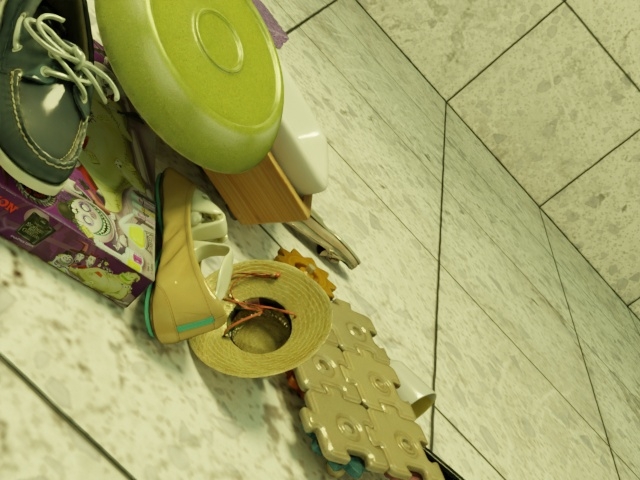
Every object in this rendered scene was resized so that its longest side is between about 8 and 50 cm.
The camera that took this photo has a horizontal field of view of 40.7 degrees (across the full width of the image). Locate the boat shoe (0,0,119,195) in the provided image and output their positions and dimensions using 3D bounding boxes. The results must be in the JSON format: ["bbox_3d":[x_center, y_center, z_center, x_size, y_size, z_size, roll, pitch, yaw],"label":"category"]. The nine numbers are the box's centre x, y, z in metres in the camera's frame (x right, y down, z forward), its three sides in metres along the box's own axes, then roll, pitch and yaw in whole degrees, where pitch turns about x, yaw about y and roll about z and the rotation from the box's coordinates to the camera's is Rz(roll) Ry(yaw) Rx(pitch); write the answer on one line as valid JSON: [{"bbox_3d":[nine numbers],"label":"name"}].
[{"bbox_3d":[-0.223,-0.141,0.716,0.095,0.079,0.254,41,22,-38],"label":"boat shoe"}]

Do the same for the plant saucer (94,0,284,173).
[{"bbox_3d":[-0.106,-0.181,0.810,0.241,0.037,0.240,33,46,-43],"label":"plant saucer"}]

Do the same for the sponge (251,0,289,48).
[{"bbox_3d":[-0.145,-0.430,1.607,0.117,0.031,0.210,55,21,16],"label":"sponge"}]

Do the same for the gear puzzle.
[{"bbox_3d":[0.004,0.121,0.922,0.176,0.044,0.339,24,28,-35],"label":"gear puzzle"}]

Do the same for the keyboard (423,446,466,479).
[{"bbox_3d":[0.161,0.283,0.923,0.192,0.038,0.100,38,-6,21],"label":"keyboard"}]

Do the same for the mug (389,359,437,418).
[{"bbox_3d":[0.087,0.176,0.991,0.062,0.078,0.064,-18,55,-34],"label":"mug"}]

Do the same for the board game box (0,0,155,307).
[{"bbox_3d":[-0.245,-0.110,0.800,0.208,0.056,0.346,32,26,-31],"label":"board game box"}]

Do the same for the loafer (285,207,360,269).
[{"bbox_3d":[0.000,0.000,1.144,0.125,0.039,0.045,46,-13,-19],"label":"loafer"}]

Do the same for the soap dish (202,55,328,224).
[{"bbox_3d":[-0.105,-0.170,1.010,0.290,0.118,0.229,58,13,-20],"label":"soap dish"}]

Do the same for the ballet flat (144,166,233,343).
[{"bbox_3d":[-0.117,0.008,0.803,0.232,0.073,0.080,-99,180,-50],"label":"ballet flat"}]

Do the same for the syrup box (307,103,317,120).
[{"bbox_3d":[-0.117,-0.207,1.172,0.237,0.093,0.096,42,22,-21],"label":"syrup box"}]

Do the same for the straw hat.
[{"bbox_3d":[-0.055,0.088,0.807,0.144,0.145,0.061,-109,-168,-45],"label":"straw hat"}]
